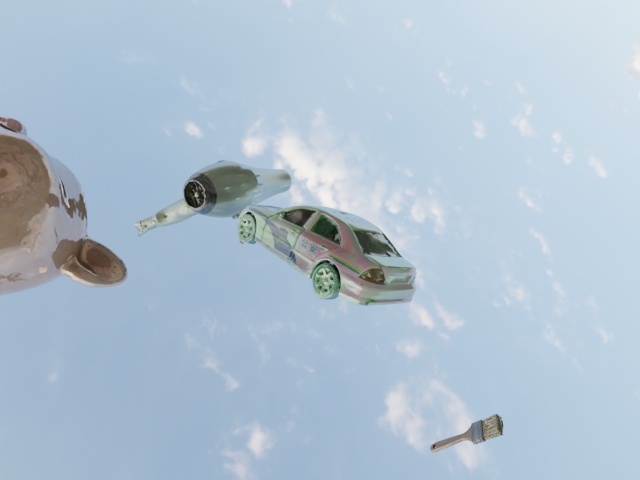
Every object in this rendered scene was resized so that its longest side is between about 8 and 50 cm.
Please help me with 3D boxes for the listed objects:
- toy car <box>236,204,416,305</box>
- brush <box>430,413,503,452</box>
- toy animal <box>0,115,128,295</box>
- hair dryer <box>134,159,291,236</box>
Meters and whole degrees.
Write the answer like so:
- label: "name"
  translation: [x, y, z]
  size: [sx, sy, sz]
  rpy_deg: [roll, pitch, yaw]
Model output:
- label: "toy car"
  translation: [0.000, 0.000, 0.484]
  size: [0.090, 0.076, 0.224]
  rpy_deg: [4, -161, -46]
- label: "brush"
  translation: [0.276, 0.378, 0.869]
  size: [0.014, 0.170, 0.043]
  rpy_deg: [38, -144, -15]
- label: "toy animal"
  translation: [-0.278, -0.031, 0.319]
  size: [0.166, 0.250, 0.154]
  rpy_deg: [30, -93, 26]
- label: "hair dryer"
  translation: [-0.171, -0.074, 0.784]
  size: [0.229, 0.267, 0.093]
  rpy_deg: [-20, -86, -42]
